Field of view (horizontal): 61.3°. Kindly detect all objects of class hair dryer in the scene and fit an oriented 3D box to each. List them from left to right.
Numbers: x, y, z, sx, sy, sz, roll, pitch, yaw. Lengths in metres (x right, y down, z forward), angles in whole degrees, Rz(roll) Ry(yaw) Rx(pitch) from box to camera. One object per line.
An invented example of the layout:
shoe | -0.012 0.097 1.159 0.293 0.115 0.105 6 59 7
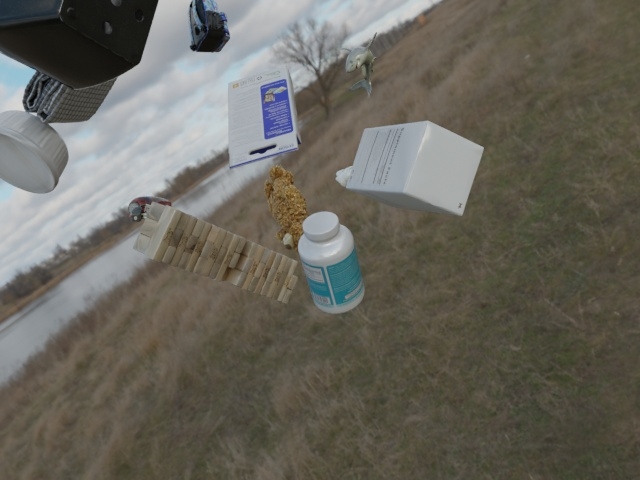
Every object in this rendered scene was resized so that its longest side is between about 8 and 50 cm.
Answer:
hair dryer | -0.546 -0.084 1.854 0.080 0.224 0.293 -65 25 14

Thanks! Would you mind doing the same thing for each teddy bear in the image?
teddy bear | -0.112 -0.091 1.795 0.113 0.338 0.245 -12 -10 -33

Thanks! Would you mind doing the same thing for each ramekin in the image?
ramekin | -0.918 -0.281 1.679 0.273 0.273 0.127 -23 35 44

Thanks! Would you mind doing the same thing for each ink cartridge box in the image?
ink cartridge box | -0.148 -0.312 1.401 0.176 0.069 0.371 -15 47 7

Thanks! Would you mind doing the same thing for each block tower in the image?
block tower | -0.179 0.028 0.990 0.097 0.335 0.091 18 83 38

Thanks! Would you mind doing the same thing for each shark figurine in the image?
shark figurine | 0.121 -0.592 1.780 0.166 0.116 0.278 -68 -14 2

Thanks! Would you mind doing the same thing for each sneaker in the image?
sneaker | 0.120 -0.277 2.264 0.094 0.080 0.212 -45 8 12

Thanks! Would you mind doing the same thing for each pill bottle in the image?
pill bottle | 0.026 0.056 1.411 0.146 0.264 0.146 -9 38 7

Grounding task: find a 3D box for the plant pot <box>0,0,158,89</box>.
plant pot | -0.330 -0.322 0.727 0.167 0.187 0.188 14 86 31

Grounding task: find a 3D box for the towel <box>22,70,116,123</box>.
towel | -0.747 -0.495 1.639 0.283 0.121 0.235 -52 1 14

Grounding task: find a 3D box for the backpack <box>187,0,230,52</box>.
backpack | -0.402 -0.774 1.912 0.117 0.173 0.158 -8 -10 -32

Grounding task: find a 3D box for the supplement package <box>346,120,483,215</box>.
supplement package | 0.224 -0.177 1.344 0.293 0.178 0.175 18 89 65
